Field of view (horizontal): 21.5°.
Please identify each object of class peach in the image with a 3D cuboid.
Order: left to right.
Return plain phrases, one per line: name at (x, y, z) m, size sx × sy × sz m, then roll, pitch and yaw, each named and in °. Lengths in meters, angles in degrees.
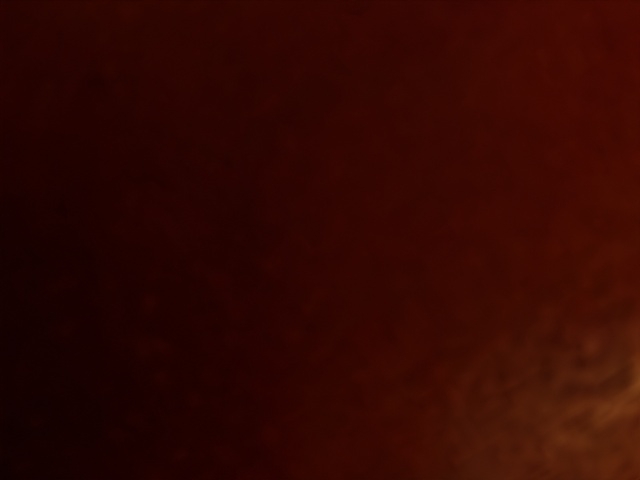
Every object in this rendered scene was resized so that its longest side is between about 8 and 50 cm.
peach at (0.000, 0.000, 0.503) m, size 0.388 × 0.388 × 0.388 m, roll 15°, pitch 5°, yaw -1°
